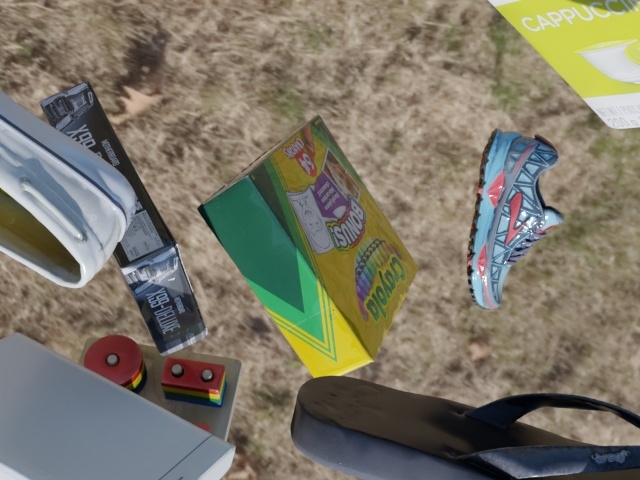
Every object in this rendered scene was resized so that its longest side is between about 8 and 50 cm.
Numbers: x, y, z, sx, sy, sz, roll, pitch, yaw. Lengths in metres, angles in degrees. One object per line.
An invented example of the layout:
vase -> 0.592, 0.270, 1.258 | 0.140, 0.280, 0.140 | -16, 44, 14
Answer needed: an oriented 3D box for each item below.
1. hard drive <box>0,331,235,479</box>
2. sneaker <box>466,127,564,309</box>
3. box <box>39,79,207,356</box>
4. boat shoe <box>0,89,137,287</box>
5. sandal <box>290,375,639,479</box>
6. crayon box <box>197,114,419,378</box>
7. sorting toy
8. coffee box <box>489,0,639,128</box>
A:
hard drive -> -0.312, 0.239, 1.232 | 0.233, 0.353, 0.047 | -33, 143, -61
sneaker -> 0.273, -0.019, 1.390 | 0.104, 0.125, 0.262 | -52, 149, -67
box -> -0.265, -0.026, 1.354 | 0.076, 0.307, 0.242 | -26, 149, -11
boat shoe -> -0.356, -0.065, 0.903 | 0.367, 0.136, 0.156 | 34, 48, -17
sandal -> 0.112, 0.110, 0.521 | 0.254, 0.097, 0.054 | 13, 104, 1
crayon box -> 0.000, 0.000, 1.530 | 0.106, 0.363, 0.313 | -31, 99, 25
sorting toy -> -0.268, 0.264, 1.498 | 0.089, 0.255, 0.257 | 92, 7, -57
coffee box -> 0.290, -0.316, 0.672 | 0.334, 0.337, 0.338 | 39, 73, -25
